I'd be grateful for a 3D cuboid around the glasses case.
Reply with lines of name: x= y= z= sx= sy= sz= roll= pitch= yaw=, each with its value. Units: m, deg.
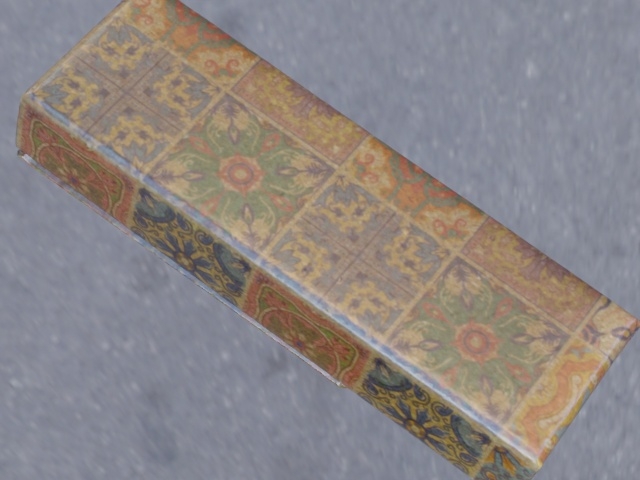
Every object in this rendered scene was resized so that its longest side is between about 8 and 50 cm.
glasses case: x=0.000 y=0.000 z=0.705 sx=0.218 sy=0.049 sz=0.075 roll=35 pitch=58 yaw=9
